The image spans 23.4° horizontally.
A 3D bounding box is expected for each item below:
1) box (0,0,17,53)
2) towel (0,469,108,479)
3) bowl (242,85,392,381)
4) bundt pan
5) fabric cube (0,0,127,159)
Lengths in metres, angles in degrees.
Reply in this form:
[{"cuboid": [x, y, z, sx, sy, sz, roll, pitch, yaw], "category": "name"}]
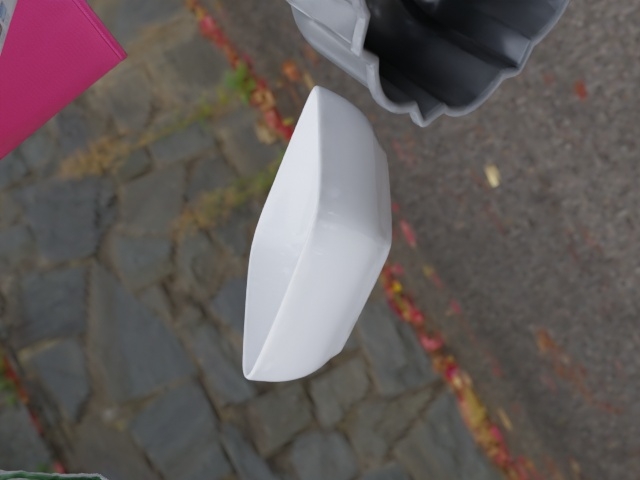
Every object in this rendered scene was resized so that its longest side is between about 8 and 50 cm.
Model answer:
[{"cuboid": [-0.183, -0.146, 0.814, 0.136, 0.028, 0.081, 76, -153, -75], "category": "box"}, {"cuboid": [-0.193, 0.183, 0.850, 0.023, 0.152, 0.113, 51, -167, 24], "category": "towel"}, {"cuboid": [0.000, 0.000, 0.880, 0.142, 0.053, 0.142, -92, 21, -51], "category": "bowl"}, {"cuboid": [0.084, -0.257, 1.099, 0.124, 0.331, 0.331, 30, 150, 29], "category": "bundt pan"}, {"cuboid": [-0.369, -0.208, 1.327, 0.259, 0.258, 0.254, 50, 179, 19], "category": "fabric cube"}]
